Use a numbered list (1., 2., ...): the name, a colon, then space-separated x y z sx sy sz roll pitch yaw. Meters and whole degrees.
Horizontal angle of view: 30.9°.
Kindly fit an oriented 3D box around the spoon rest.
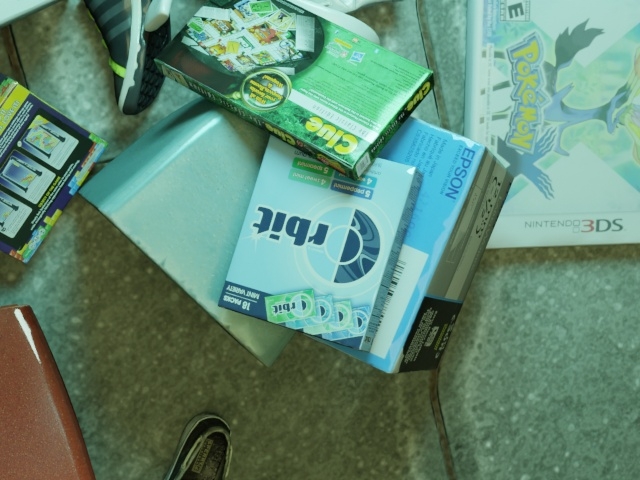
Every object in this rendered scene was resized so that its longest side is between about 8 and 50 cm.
1. spoon rest: -0.059 -0.247 1.313 0.276 0.137 0.084 12 74 -28

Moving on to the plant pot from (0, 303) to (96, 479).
1. plant pot: -0.388 0.197 1.253 0.267 0.267 0.235 -8 88 -14

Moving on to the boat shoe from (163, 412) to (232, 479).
1. boat shoe: -0.164 0.322 1.419 0.078 0.070 0.219 15 94 -17

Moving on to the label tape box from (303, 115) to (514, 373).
1. label tape box: 0.121 0.015 1.307 0.115 0.348 0.249 23 92 20

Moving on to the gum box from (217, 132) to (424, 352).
1. gum box: 0.000 0.000 1.139 0.157 0.041 0.184 15 85 20

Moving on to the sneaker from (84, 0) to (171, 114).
1. sneaker: -0.227 -0.263 1.320 0.097 0.084 0.234 7 99 13

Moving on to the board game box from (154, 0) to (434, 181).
1. board game box: -0.029 -0.170 1.164 0.260 0.030 0.136 31 68 25

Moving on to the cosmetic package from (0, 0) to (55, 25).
1. cosmetic package: -0.446 -0.276 1.166 0.385 0.156 0.217 -29 105 -21

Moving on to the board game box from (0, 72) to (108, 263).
1. board game box: -0.343 -0.078 1.292 0.141 0.048 0.170 36 87 -42

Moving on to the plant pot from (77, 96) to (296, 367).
1. plant pot: -0.086 -0.051 1.293 0.248 0.247 0.252 45 84 -17

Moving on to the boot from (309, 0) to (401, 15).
1. boot: -0.022 -0.306 1.346 0.258 0.095 0.123 -14 100 -11

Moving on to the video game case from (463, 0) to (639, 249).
1. video game case: 0.329 -0.155 1.497 0.300 0.036 0.329 -2 99 -15
